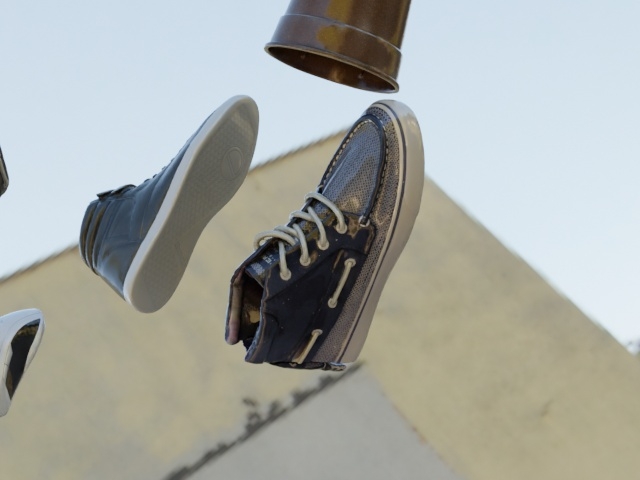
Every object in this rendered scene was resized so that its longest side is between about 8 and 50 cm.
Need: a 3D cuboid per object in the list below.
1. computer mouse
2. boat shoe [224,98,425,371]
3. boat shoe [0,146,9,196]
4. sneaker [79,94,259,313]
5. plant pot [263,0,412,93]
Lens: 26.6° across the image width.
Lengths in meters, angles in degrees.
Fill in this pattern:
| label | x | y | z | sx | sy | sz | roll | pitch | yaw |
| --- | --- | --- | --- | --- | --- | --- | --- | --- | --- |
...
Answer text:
| label | x | y | z | sx | sy | sz | roll | pitch | yaw |
| --- | --- | --- | --- | --- | --- | --- | --- | --- | --- |
| computer mouse | -0.308 | 0.136 | 1.211 | 0.106 | 0.193 | 0.042 | -15 | -43 | 41 |
| boat shoe | 0.000 | 0.000 | 1.539 | 0.158 | 0.127 | 0.341 | 1 | -68 | -38 |
| boat shoe | -0.296 | -0.105 | 1.079 | 0.065 | 0.075 | 0.206 | -46 | -38 | -41 |
| sneaker | -0.195 | -0.065 | 1.656 | 0.296 | 0.147 | 0.104 | -61 | -38 | -9 |
| plant pot | 0.037 | -0.275 | 1.574 | 0.167 | 0.167 | 0.165 | 21 | -94 | -66 |
